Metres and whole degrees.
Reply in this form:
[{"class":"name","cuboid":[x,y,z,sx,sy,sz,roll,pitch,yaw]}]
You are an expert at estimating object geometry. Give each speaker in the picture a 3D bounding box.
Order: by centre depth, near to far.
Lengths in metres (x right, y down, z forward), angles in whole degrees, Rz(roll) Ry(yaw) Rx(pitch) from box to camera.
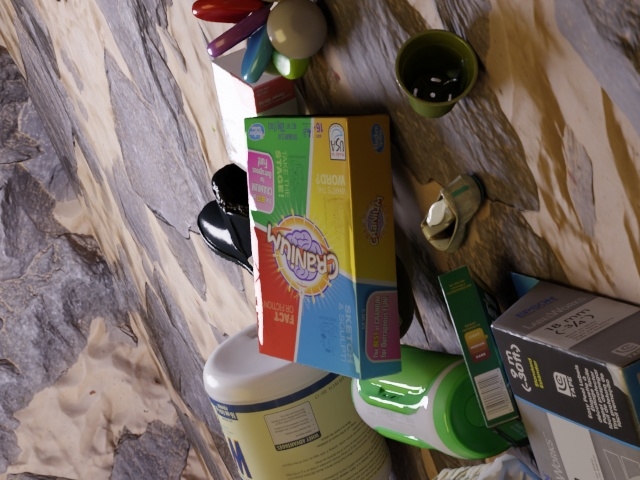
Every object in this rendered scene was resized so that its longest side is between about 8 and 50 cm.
[{"class":"speaker","cuboid":[0.141,0.199,1.718,0.131,0.131,0.296,66,161,-8]}]

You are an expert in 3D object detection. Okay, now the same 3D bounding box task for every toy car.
[{"class":"toy car","cuboid":[-0.085,-0.274,1.686,0.182,0.136,0.159,65,161,-4]}]

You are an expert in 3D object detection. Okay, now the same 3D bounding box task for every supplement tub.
[{"class":"supplement tub","cuboid":[-0.025,0.299,2.123,0.235,0.235,0.325,24,136,62]}]

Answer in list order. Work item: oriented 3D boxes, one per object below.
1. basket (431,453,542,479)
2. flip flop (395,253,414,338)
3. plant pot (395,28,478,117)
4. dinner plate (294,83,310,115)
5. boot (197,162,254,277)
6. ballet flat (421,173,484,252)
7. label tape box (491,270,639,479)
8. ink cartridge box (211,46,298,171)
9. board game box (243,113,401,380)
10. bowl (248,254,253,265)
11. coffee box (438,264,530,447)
[{"class":"basket","cuboid":[0.182,0.472,1.561,0.328,0.331,0.266,46,163,-2]},{"class":"flip flop","cuboid":[0.042,0.023,1.821,0.080,0.112,0.277,21,-156,-54]},{"class":"plant pot","cuboid":[0.117,-0.163,1.405,0.083,0.083,0.079,59,174,14]},{"class":"dinner plate","cuboid":[-0.047,-0.176,1.904,0.141,0.017,0.141,53,160,29]},{"class":"boot","cuboid":[-0.122,-0.045,2.081,0.246,0.094,0.207,41,158,38]},{"class":"ballet flat","cuboid":[0.138,-0.026,1.549,0.057,0.052,0.168,57,161,18]},{"class":"label tape box","cuboid":[0.274,0.179,1.377,0.333,0.106,0.241,16,129,65]},{"class":"ink cartridge box","cuboid":[-0.082,-0.153,1.882,0.115,0.067,0.198,37,145,47]},{"class":"board game box","cuboid":[0.000,0.000,1.720,0.242,0.064,0.317,6,102,56]},{"class":"bowl","cuboid":[-0.010,0.027,1.925,0.170,0.170,0.080,34,102,56]},{"class":"coffee box","cuboid":[0.187,0.127,1.497,0.113,0.040,0.184,41,-151,-59]}]
